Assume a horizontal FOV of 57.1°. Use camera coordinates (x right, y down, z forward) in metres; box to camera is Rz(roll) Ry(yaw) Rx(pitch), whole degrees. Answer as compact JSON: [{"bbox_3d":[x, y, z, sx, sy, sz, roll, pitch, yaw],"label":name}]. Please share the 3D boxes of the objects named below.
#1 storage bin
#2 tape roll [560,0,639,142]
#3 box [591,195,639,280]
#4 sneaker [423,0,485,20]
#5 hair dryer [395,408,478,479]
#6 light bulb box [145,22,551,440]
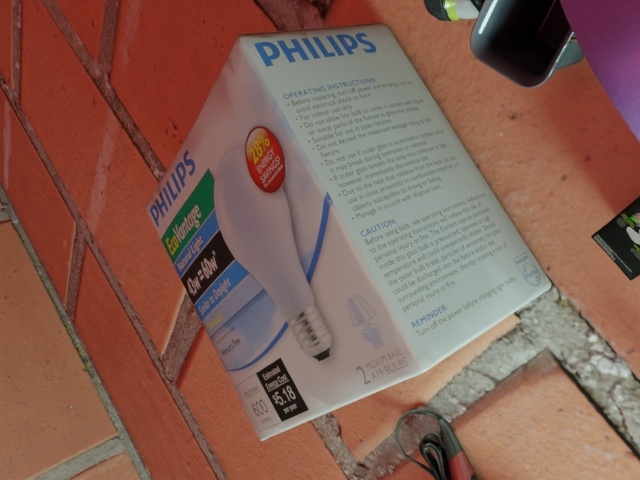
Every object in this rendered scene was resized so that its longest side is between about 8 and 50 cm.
[{"bbox_3d":[0.209,-0.203,0.493,0.098,0.091,0.135,45,135,29],"label":"storage bin"},{"bbox_3d":[0.253,-0.122,0.326,0.090,0.274,0.275,-37,76,49],"label":"tape roll"},{"bbox_3d":[0.289,-0.016,0.498,0.052,0.062,0.083,56,140,20],"label":"box"},{"bbox_3d":[0.152,-0.321,0.544,0.097,0.084,0.235,7,113,23],"label":"sneaker"},{"bbox_3d":[0.198,0.367,0.750,0.293,0.080,0.224,14,115,46],"label":"hair dryer"},{"bbox_3d":[0.000,0.000,0.718,0.361,0.225,0.358,61,140,11],"label":"light bulb box"}]
